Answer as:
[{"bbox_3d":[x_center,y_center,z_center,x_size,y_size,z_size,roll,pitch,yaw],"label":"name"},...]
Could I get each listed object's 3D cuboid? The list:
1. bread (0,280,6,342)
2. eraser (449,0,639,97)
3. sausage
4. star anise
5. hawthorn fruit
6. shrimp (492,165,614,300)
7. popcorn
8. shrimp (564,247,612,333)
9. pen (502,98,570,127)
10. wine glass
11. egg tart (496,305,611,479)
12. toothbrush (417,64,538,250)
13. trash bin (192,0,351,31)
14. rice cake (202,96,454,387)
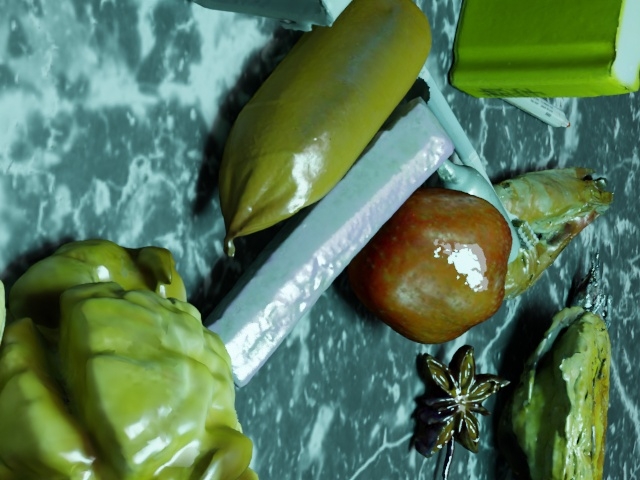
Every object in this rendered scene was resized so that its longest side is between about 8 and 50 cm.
[{"bbox_3d":[-0.290,0.097,0.879,0.106,0.140,0.236,53,55,-39],"label":"bread"},{"bbox_3d":[0.248,-0.234,1.489,0.069,0.226,0.158,17,82,-45],"label":"eraser"},{"bbox_3d":[-0.004,-0.115,1.262,0.328,0.112,0.112,-54,135,-33],"label":"sausage"},{"bbox_3d":[0.147,0.209,1.559,0.097,0.070,0.191,5,94,-27],"label":"star anise"},{"bbox_3d":[0.088,0.013,1.390,0.203,0.162,0.163,18,80,-26],"label":"hawthorn fruit"},{"bbox_3d":[0.268,-0.016,1.674,0.294,0.062,0.154,-19,117,-38],"label":"shrimp"},{"bbox_3d":[-0.157,0.139,1.010,0.265,0.225,0.332,82,3,-61],"label":"popcorn"},{"bbox_3d":[0.355,0.092,1.824,0.065,0.056,0.165,11,97,-38],"label":"shrimp"},{"bbox_3d":[0.252,-0.165,1.667,0.218,0.026,0.026,16,83,-54],"label":"pen"},{"bbox_3d":[0.142,-0.061,1.479,0.262,0.074,0.074,52,55,-38],"label":"wine glass"},{"bbox_3d":[0.294,0.222,1.717,0.297,0.132,0.297,5,90,-68],"label":"egg tart"},{"bbox_3d":[0.151,-0.107,1.498,0.025,0.030,0.342,-48,124,-17],"label":"toothbrush"},{"bbox_3d":[-0.003,-0.383,1.121,0.368,0.255,0.296,-56,139,-19],"label":"trash bin"},{"bbox_3d":[0.000,0.000,1.265,0.073,0.056,0.365,49,65,-13],"label":"rice cake"}]
